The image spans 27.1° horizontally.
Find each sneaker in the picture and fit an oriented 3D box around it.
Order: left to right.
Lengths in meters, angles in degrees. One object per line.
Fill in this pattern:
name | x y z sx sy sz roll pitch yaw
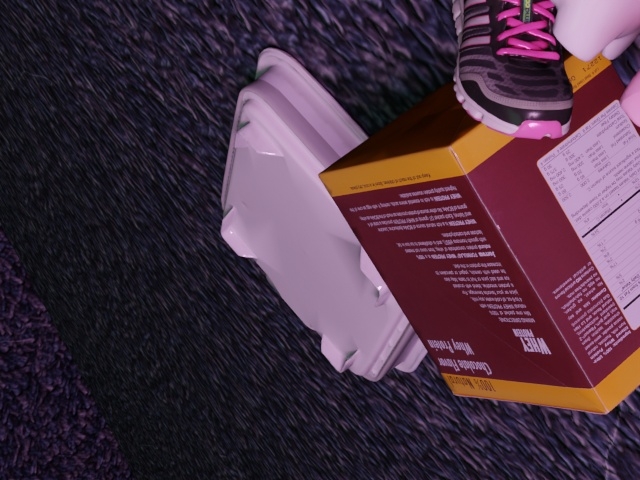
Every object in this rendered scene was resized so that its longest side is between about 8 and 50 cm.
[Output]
sneaker | 0.111 -0.126 0.754 0.170 0.063 0.074 -92 10 -48

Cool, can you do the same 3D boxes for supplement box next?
supplement box | 0.132 -0.005 0.882 0.194 0.129 0.191 58 159 -11

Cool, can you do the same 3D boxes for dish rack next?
dish rack | 0.000 0.000 1.257 0.285 0.072 0.333 48 160 12

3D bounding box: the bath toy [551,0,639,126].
bath toy | 0.195 -0.100 0.625 0.348 0.151 0.129 50 115 13
